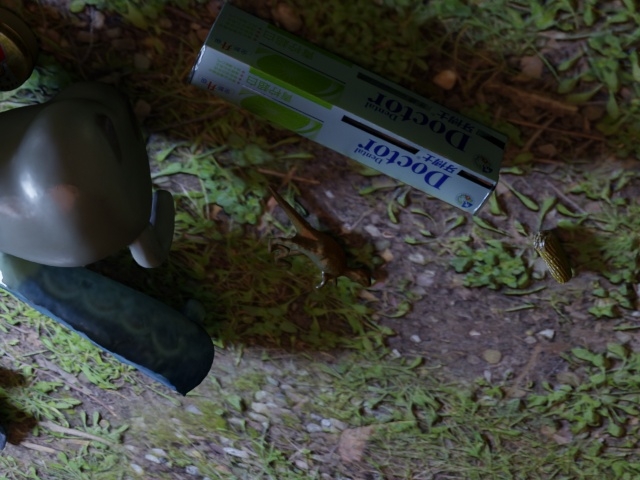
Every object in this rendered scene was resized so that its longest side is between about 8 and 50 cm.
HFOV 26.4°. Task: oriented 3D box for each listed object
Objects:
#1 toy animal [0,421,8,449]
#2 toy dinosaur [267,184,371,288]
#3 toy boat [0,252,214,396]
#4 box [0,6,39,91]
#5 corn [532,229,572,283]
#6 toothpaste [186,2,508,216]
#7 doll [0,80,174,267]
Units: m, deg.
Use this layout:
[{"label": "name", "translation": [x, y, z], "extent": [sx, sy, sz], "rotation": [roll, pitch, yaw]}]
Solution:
[{"label": "toy animal", "translation": [-0.586, 0.269, 2.168], "extent": [0.239, 0.176, 0.255], "rotation": [41, 171, -19]}, {"label": "toy dinosaur", "translation": [0.000, 0.000, 1.644], "extent": [0.126, 0.039, 0.162], "rotation": [4, 134, 4]}, {"label": "toy boat", "translation": [-0.274, 0.077, 1.769], "extent": [0.330, 0.123, 0.215], "rotation": [33, 169, -16]}, {"label": "box", "translation": [-0.372, -0.218, 1.545], "extent": [0.105, 0.037, 0.106], "rotation": [12, 141, 10]}, {"label": "corn", "translation": [0.264, 0.017, 1.552], "extent": [0.027, 0.028, 0.083], "rotation": [11, 145, 45]}, {"label": "toothpaste", "translation": [0.032, -0.137, 1.433], "extent": [0.336, 0.081, 0.067], "rotation": [24, 137, -6]}, {"label": "doll", "translation": [-0.354, -0.073, 1.523], "extent": [0.370, 0.215, 0.226], "rotation": [4, 122, 0]}]
